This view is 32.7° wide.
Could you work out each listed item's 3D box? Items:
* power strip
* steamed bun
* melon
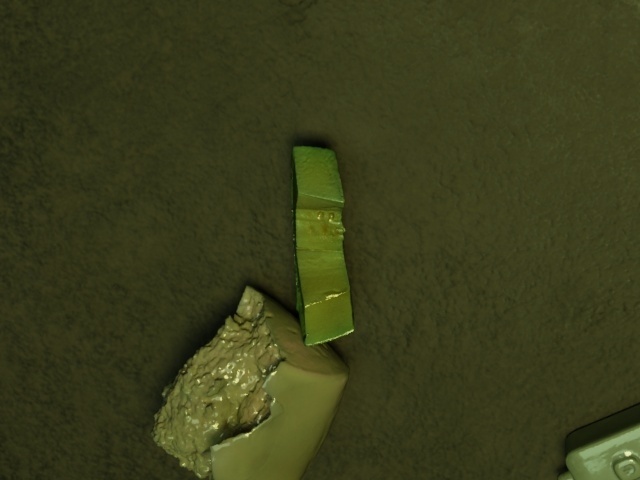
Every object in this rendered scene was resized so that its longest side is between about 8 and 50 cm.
[{"bbox_3d":[0.437,0.199,1.197,0.385,0.062,0.091,-28,98,20],"label":"power strip"},{"bbox_3d":[-0.085,0.182,1.257,0.200,0.170,0.225,27,112,8],"label":"steamed bun"},{"bbox_3d":[0.000,0.000,1.203,0.064,0.118,0.209,-4,115,-2],"label":"melon"}]
